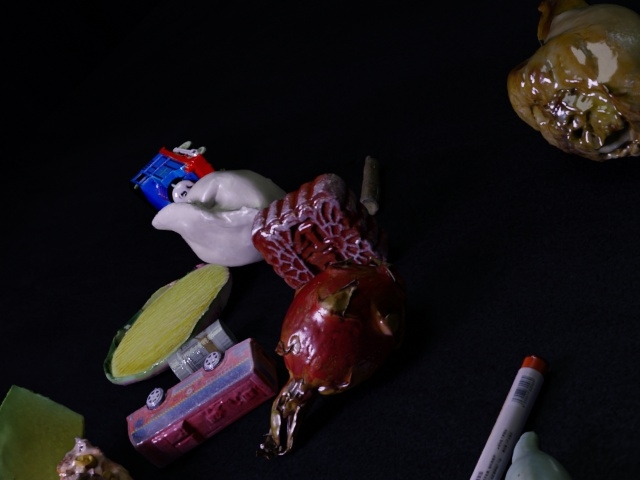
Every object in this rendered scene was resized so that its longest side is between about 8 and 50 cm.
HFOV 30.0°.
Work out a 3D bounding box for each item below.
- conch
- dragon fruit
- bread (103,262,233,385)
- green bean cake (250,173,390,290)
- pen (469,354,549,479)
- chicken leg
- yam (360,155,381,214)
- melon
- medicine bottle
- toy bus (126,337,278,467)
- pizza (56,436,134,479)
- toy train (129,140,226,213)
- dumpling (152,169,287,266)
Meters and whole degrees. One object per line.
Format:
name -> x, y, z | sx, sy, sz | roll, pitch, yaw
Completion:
conch -> 0.169, 0.214, 0.918 | 0.065, 0.088, 0.180 | 7, 22, -2
dragon fruit -> 0.005, 0.125, 1.263 | 0.246, 0.125, 0.125 | -58, 39, 0
bread -> -0.210, 0.118, 1.665 | 0.228, 0.033, 0.228 | -33, 23, 16
green bean cake -> 0.000, 0.000, 1.434 | 0.135, 0.135, 0.056 | -29, 26, 25
pen -> 0.150, 0.187, 1.024 | 0.026, 0.026, 0.218 | -13, 36, 46
chicken leg -> 0.311, -0.211, 1.372 | 0.201, 0.153, 0.429 | -20, 21, 13
yam -> 0.069, -0.078, 1.602 | 0.129, 0.027, 0.033 | -82, 8, -54
melon -> -0.311, 0.321, 1.322 | 0.124, 0.196, 0.323 | -12, 28, -6
medicine bottle -> -0.147, 0.143, 1.511 | 0.083, 0.047, 0.047 | -39, 24, 3
toy bus -> -0.139, 0.191, 1.395 | 0.192, 0.065, 0.077 | -35, 31, 13
pizza -> -0.234, 0.268, 1.279 | 0.185, 0.052, 0.195 | -9, 30, -26
toy train -> -0.238, -0.100, 2.029 | 0.131, 0.083, 0.204 | -44, 22, -10
dumpling -> -0.127, -0.033, 1.652 | 0.162, 0.132, 0.250 | -11, 12, -43
